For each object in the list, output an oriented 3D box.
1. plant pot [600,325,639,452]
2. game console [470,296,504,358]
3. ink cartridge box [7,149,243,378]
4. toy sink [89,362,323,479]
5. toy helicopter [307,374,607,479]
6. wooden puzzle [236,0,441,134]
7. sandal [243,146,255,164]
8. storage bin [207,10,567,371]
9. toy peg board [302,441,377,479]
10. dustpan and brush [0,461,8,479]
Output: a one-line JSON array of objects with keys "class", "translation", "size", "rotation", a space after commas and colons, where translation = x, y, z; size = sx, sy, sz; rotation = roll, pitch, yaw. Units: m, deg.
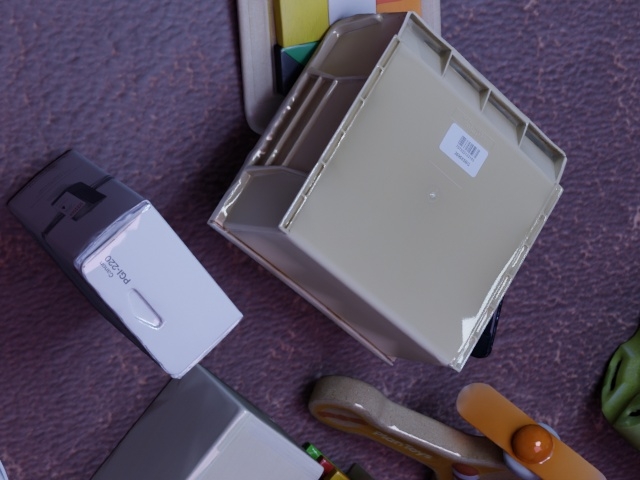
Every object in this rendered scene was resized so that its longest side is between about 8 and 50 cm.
[{"class": "plant pot", "translation": [0.466, 0.195, 2.038], "size": [0.254, 0.276, 0.276], "rotation": [35, 90, -17]}, {"class": "game console", "translation": [0.124, 0.045, 1.915], "size": [0.085, 0.124, 0.144], "rotation": [-5, 111, -51]}, {"class": "ink cartridge box", "translation": [-0.185, 0.018, 1.684], "size": [0.092, 0.218, 0.158], "rotation": [-42, 119, -8]}, {"class": "toy sink", "translation": [-0.133, 0.265, 1.825], "size": [0.131, 0.153, 0.234], "rotation": [41, 86, -29]}, {"class": "toy helicopter", "translation": [0.155, 0.228, 1.922], "size": [0.355, 0.235, 0.140], "rotation": [25, 65, -12]}, {"class": "wooden puzzle", "translation": [0.023, -0.235, 1.801], "size": [0.221, 0.044, 0.238], "rotation": [-13, 111, -20]}, {"class": "sandal", "translation": [0.005, -0.009, 1.848], "size": [0.265, 0.076, 0.102], "rotation": [46, 69, -27]}, {"class": "storage bin", "translation": [0.076, -0.048, 1.771], "size": [0.262, 0.123, 0.260], "rotation": [39, 73, -29]}, {"class": "toy peg board", "translation": [-0.014, 0.295, 1.894], "size": [0.079, 0.160, 0.161], "rotation": [41, 86, -13]}, {"class": "dustpan and brush", "translation": [-0.376, 0.200, 1.754], "size": [0.147, 0.060, 0.211], "rotation": [-11, 117, -23]}]
